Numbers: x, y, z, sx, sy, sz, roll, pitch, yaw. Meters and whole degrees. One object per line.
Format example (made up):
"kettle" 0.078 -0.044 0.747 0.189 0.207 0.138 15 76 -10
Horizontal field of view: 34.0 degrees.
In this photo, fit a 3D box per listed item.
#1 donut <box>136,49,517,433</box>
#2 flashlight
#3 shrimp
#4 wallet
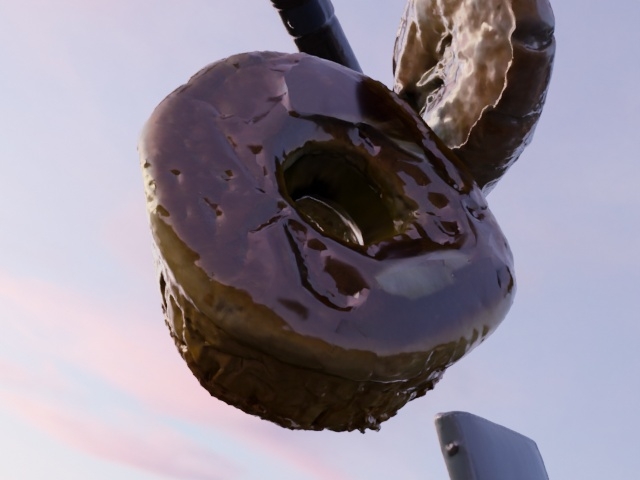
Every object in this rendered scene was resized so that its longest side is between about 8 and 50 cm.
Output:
"donut" 0.000 0.000 0.845 0.330 0.330 0.160 21 -43 -1
"flashlight" -0.009 -0.325 1.591 0.103 0.103 0.424 2 -39 32
"shrimp" 0.110 -0.115 1.065 0.110 0.221 0.446 -11 -33 -26
"wallet" 0.287 0.425 1.493 0.083 0.360 0.252 -33 -37 29
